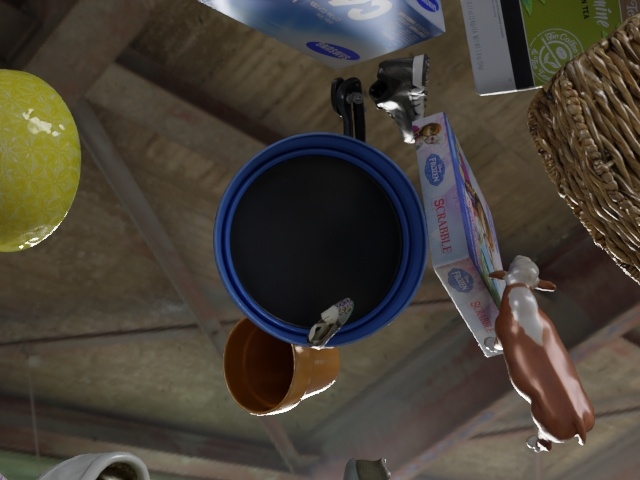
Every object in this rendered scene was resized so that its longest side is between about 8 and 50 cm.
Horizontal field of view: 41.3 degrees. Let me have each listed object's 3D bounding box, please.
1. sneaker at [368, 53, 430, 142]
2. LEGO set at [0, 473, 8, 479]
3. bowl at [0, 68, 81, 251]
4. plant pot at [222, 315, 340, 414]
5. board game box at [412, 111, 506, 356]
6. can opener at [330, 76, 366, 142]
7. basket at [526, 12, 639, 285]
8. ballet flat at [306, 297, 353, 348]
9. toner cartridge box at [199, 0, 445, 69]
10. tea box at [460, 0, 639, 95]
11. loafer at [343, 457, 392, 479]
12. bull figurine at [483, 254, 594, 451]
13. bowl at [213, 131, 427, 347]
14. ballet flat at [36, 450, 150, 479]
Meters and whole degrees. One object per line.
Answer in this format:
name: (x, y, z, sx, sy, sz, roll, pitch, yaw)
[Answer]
sneaker: (0.142, -0.259, 1.549, 0.106, 0.078, 0.234, 5, -25, 7)
LEGO set: (-0.392, 0.277, 1.001, 0.060, 0.182, 0.244, -43, -79, -5)
bowl: (-0.527, -0.125, 1.280, 0.289, 0.289, 0.156, -36, -12, 18)
plant pot: (-0.066, 0.254, 1.766, 0.188, 0.205, 0.205, 8, -46, -50)
board game box: (0.256, -0.007, 1.495, 0.066, 0.318, 0.318, -17, -38, 18)
can opener: (0.063, -0.223, 1.637, 0.059, 0.073, 0.186, -13, -75, -12)
basket: (0.365, -0.072, 0.966, 0.213, 0.299, 0.223, -35, -5, -13)
ballet flat: (0.012, 0.141, 1.436, 0.041, 0.041, 0.114, 16, -58, -39)
toner cartridge box: (0.003, -0.292, 0.975, 0.165, 0.075, 0.348, -12, -9, 28)
tea box: (0.437, -0.463, 1.533, 0.324, 0.329, 0.220, -5, 19, 34)
loafer: (0.106, 0.266, 0.652, 0.087, 0.251, 0.094, -33, -25, -8)
bull figurine: (0.335, 0.181, 1.337, 0.101, 0.310, 0.188, -12, -26, -4)
bowl: (0.000, 0.000, 1.555, 0.391, 0.391, 0.077, -14, -2, -11)
ballet flat: (-0.200, 0.368, 0.738, 0.139, 0.400, 0.139, -6, -35, -4)
